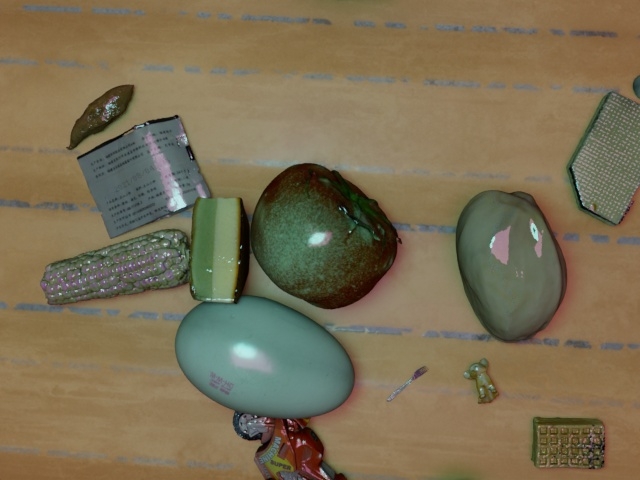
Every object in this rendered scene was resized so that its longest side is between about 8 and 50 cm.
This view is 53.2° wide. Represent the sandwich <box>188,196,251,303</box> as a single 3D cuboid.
[{"bbox_3d":[-0.202,0.044,1.307,0.108,0.186,0.220,0,69,-1],"label":"sandwich"}]

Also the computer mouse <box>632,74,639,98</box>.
[{"bbox_3d":[0.719,-0.340,1.351,0.110,0.032,0.056,-25,89,2],"label":"computer mouse"}]

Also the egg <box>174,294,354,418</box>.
[{"bbox_3d":[-0.109,0.236,1.284,0.370,0.230,0.230,18,90,-2],"label":"egg"}]

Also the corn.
[{"bbox_3d":[-0.428,0.063,1.359,0.335,0.126,0.127,-11,89,7],"label":"corn"}]

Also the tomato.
[{"bbox_3d":[0.000,0.000,1.275,0.303,0.303,0.239,41,107,2],"label":"tomato"}]

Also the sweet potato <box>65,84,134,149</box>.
[{"bbox_3d":[-0.482,-0.270,1.390,0.206,0.060,0.068,-39,56,11],"label":"sweet potato"}]

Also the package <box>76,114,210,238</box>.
[{"bbox_3d":[-0.387,-0.139,1.384,0.250,0.062,0.204,-22,87,6],"label":"package"}]

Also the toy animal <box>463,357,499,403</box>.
[{"bbox_3d":[0.343,0.298,1.359,0.060,0.081,0.083,-28,52,9],"label":"toy animal"}]

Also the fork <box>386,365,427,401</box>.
[{"bbox_3d":[0.187,0.310,1.380,0.115,0.012,0.016,-43,84,6],"label":"fork"}]

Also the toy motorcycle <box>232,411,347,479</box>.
[{"bbox_3d":[-0.058,0.455,1.348,0.171,0.089,0.298,-33,89,1],"label":"toy motorcycle"}]

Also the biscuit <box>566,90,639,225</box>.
[{"bbox_3d":[0.612,-0.170,1.345,0.150,0.052,0.252,27,89,6],"label":"biscuit"}]

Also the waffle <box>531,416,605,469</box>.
[{"bbox_3d":[0.522,0.428,1.347,0.148,0.042,0.102,1,90,2],"label":"waffle"}]

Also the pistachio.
[{"bbox_3d":[0.378,0.058,1.286,0.226,0.207,0.332,-4,108,45],"label":"pistachio"}]
